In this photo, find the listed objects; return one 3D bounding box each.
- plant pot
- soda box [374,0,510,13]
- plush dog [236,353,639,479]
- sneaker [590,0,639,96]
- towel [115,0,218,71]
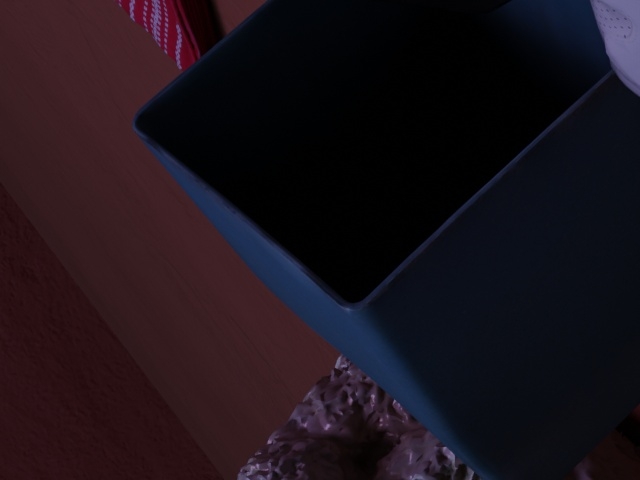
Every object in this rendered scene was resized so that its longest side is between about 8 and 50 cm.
[{"bbox_3d":[0.068,0.002,0.715,0.166,0.165,0.234,39,167,43],"label":"plant pot"},{"bbox_3d":[0.054,-0.093,0.269,0.169,0.053,0.060,-21,72,57],"label":"soda box"},{"bbox_3d":[0.111,0.138,0.927,0.225,0.210,0.262,30,-176,25],"label":"plush dog"},{"bbox_3d":[0.051,-0.138,0.398,0.169,0.108,0.292,16,157,16],"label":"sneaker"},{"bbox_3d":[-0.166,-0.241,1.110,0.275,0.031,0.199,45,162,28],"label":"towel"}]
